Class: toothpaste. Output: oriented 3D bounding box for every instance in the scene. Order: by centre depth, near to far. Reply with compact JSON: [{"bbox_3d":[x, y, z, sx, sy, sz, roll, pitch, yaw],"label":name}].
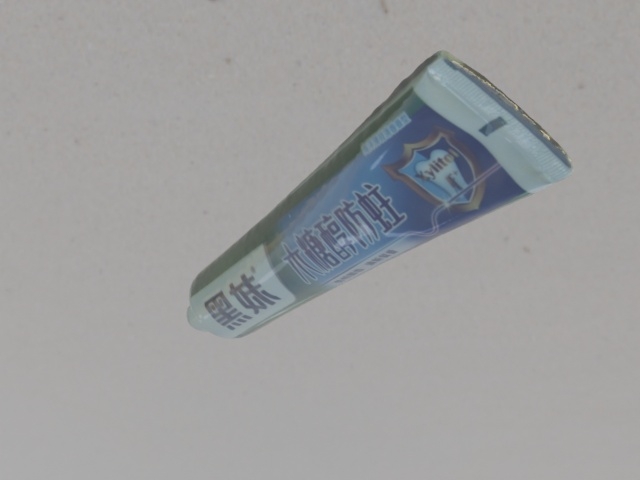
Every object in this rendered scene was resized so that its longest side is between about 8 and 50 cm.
[{"bbox_3d":[0.000,0.000,0.670,0.099,0.061,0.392,38,145,-13],"label":"toothpaste"}]
